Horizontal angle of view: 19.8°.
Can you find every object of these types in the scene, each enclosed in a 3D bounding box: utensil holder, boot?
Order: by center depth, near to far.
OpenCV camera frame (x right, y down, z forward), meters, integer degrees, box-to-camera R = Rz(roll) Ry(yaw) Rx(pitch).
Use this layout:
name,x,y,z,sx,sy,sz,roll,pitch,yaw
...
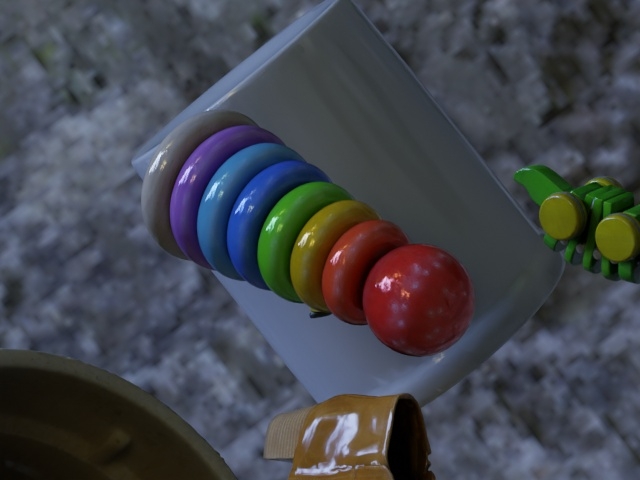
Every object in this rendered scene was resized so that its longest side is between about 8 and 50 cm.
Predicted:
name,x,y,z,sx,sy,sz,roll,pitch,yaw
boot,0.024,0.300,1.819,0.211,0.104,0.295,-10,78,51
utensil holder,0.026,-0.032,2.023,0.385,0.327,0.327,51,179,-8

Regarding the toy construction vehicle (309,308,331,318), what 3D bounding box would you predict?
name,x,y,z,sx,sy,sz,roll,pitch,yaw
toy construction vehicle,0.028,0.027,1.803,0.035,0.098,0.086,-1,100,44

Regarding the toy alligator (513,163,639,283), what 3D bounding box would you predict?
name,x,y,z,sx,sy,sz,roll,pitch,yaw
toy alligator,0.192,0.005,1.079,0.189,0.056,0.051,23,118,33

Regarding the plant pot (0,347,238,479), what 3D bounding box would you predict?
name,x,y,z,sx,sy,sz,roll,pitch,yaw
plant pot,-0.237,0.279,1.166,0.334,0.334,0.305,54,139,2

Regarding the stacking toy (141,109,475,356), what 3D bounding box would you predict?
name,x,y,z,sx,sy,sz,roll,pitch,yaw
stacking toy,0.000,0.000,1.524,0.330,0.141,0.141,26,159,42
